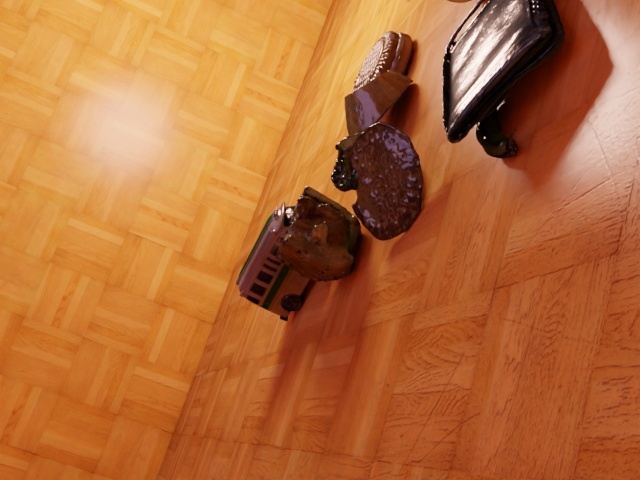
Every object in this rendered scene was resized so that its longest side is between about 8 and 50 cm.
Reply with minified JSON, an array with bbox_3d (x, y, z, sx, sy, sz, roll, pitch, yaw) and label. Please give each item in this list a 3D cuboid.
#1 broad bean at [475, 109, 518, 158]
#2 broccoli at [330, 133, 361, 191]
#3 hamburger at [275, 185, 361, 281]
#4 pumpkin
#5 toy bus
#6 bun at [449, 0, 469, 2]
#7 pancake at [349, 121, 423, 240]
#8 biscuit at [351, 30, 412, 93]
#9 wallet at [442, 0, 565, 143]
[{"bbox_3d":[0.278,-0.180,1.227,0.227,0.039,0.069,-96,25,-63],"label":"broad bean"},{"bbox_3d":[0.099,-0.184,1.779,0.162,0.138,0.146,-16,45,23],"label":"broccoli"},{"bbox_3d":[0.000,0.000,1.752,0.168,0.192,0.288,-60,-1,-12],"label":"hamburger"},{"bbox_3d":[0.123,-0.340,1.870,0.217,0.110,0.217,-42,-1,-1],"label":"pumpkin"},{"bbox_3d":[-0.090,0.041,2.021,0.305,0.179,0.143,-59,15,31],"label":"toy bus"},{"bbox_3d":[0.310,-0.573,1.576,0.173,0.120,0.173,-54,-24,-37],"label":"bun"},{"bbox_3d":[0.126,-0.115,1.519,0.212,0.029,0.235,20,112,49],"label":"pancake"},{"bbox_3d":[0.160,-0.446,2.060,0.259,0.079,0.259,-158,90,-77],"label":"biscuit"},{"bbox_3d":[0.294,-0.319,1.277,0.237,0.075,0.342,-46,20,33],"label":"wallet"}]
